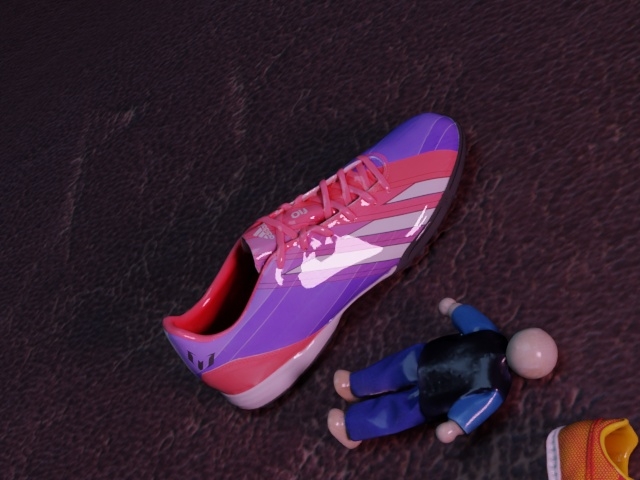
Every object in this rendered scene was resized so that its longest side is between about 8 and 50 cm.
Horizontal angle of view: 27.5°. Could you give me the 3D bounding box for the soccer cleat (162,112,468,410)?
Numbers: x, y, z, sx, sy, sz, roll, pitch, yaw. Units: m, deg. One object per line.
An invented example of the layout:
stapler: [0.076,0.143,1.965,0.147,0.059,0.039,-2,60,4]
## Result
soccer cleat: [0.000,0.000,1.127,0.318,0.116,0.108,-49,34,-1]

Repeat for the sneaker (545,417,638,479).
sneaker: [0.177,0.182,0.808,0.067,0.064,0.175,-17,47,23]

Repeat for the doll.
doll: [0.093,0.100,0.991,0.189,0.046,0.129,-20,44,35]
